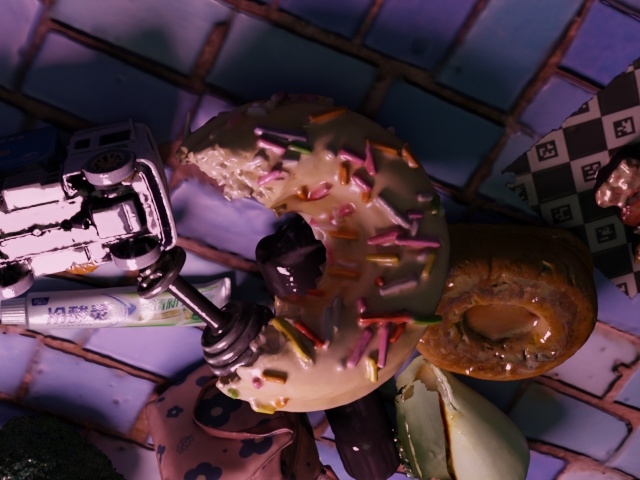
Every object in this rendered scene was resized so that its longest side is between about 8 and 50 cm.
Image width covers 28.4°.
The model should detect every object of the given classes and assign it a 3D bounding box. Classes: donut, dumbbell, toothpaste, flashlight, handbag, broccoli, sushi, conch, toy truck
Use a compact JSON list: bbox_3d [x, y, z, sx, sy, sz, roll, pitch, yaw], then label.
[{"bbox_3d":[0.008,0.007,1.464,0.307,0.150,0.371,-9,85,-18],"label":"donut"},{"bbox_3d":[-0.158,0.074,1.582,0.110,0.110,0.254,-38,115,18],"label":"dumbbell"},{"bbox_3d":[0.226,0.081,1.626,0.261,0.128,0.208,2,122,-4],"label":"donut"},{"bbox_3d":[-0.263,0.086,1.640,0.297,0.048,0.074,-2,116,-7],"label":"toothpaste"},{"bbox_3d":[0.024,0.160,1.685,0.103,0.103,0.424,-17,124,6],"label":"flashlight"},{"bbox_3d":[-0.099,0.277,1.660,0.193,0.251,0.190,-38,124,7],"label":"handbag"},{"bbox_3d":[-0.382,0.398,1.701,0.297,0.297,0.297,23,142,-18],"label":"broccoli"},{"bbox_3d":[0.413,-0.065,1.595,0.264,0.050,0.290,-39,117,18],"label":"sushi"},{"bbox_3d":[0.178,0.273,1.735,0.250,0.137,0.143,34,148,-25],"label":"conch"},{"bbox_3d":[-0.354,-0.036,1.476,0.367,0.175,0.146,-10,124,2],"label":"toy truck"}]

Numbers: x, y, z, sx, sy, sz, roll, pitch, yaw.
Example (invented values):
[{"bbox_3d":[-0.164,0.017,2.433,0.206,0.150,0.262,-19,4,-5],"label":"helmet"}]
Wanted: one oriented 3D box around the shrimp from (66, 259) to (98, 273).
[{"bbox_3d":[-0.296,-0.008,1.587,0.127,0.025,0.091,-39,116,21],"label":"shrimp"}]
